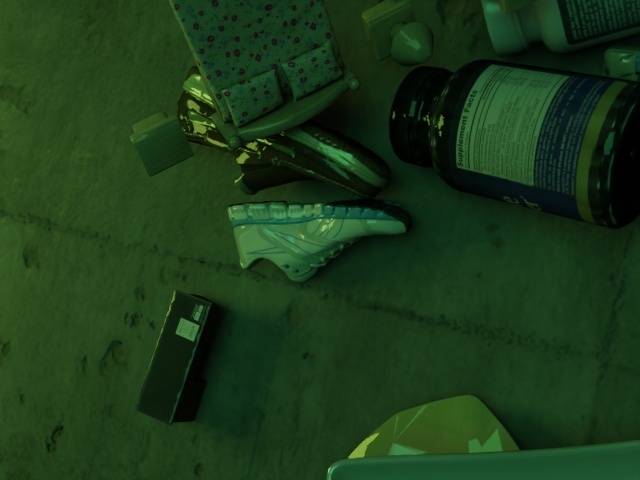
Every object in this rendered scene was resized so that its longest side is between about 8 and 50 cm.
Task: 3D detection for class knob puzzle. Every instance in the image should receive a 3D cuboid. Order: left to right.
[{"bbox_3d":[0.114,0.235,0.815,0.213,0.030,0.213,-3,81,22],"label":"knob puzzle"}]

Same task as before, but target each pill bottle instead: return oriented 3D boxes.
[{"bbox_3d":[0.175,-0.093,0.781,0.219,0.123,0.122,18,89,36],"label":"pill bottle"},{"bbox_3d":[0.238,-0.227,0.793,0.180,0.108,0.107,-12,78,19],"label":"pill bottle"}]

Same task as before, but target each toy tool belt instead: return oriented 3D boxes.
[{"bbox_3d":[0.293,-0.145,0.797,0.083,0.052,0.051,11,118,26],"label":"toy tool belt"}]

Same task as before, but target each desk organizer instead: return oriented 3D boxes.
[{"bbox_3d":[-0.141,0.121,0.921,0.047,0.050,0.130,18,89,23],"label":"desk organizer"}]

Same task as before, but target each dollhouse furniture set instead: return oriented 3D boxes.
[{"bbox_3d":[-0.021,-0.213,0.701,0.356,0.303,0.174,-28,42,-7],"label":"dollhouse furniture set"}]

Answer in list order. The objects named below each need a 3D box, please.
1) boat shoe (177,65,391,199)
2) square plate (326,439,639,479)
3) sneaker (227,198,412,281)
[{"bbox_3d":[-0.046,-0.087,0.900,0.257,0.095,0.095,31,101,32],"label":"boat shoe"},{"bbox_3d":[0.185,0.336,0.703,0.348,0.049,0.343,-3,81,-5],"label":"square plate"},{"bbox_3d":[0.000,0.000,0.884,0.191,0.071,0.082,-1,95,24],"label":"sneaker"}]
